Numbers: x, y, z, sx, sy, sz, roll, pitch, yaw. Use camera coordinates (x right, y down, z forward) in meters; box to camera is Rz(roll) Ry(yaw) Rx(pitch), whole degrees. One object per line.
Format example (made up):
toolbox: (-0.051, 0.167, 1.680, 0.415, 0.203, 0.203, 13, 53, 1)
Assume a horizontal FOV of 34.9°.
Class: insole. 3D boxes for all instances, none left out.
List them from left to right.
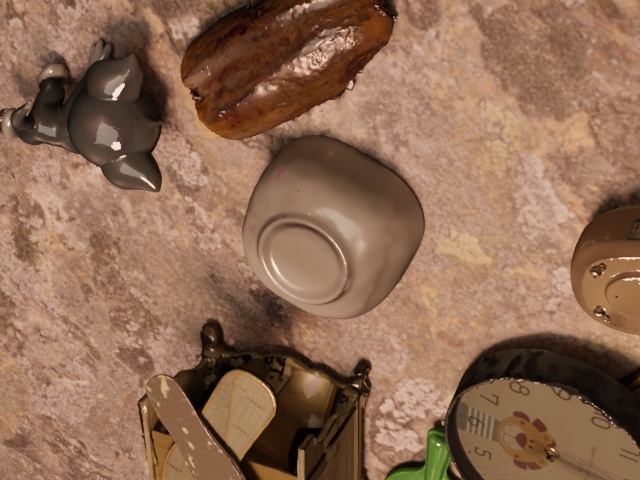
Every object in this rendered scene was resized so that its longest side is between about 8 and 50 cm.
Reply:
insole: (-0.161, 0.287, 1.392, 0.081, 0.011, 0.247, -23, 102, 33)
insole: (-0.147, 0.297, 1.402, 0.119, 0.009, 0.348, 35, 127, 6)

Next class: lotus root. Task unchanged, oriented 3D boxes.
lotus root: (-0.053, -0.221, 1.259, 0.329, 0.078, 0.167, -26, 107, 38)

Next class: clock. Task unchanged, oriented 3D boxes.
clock: (0.311, 0.284, 1.369, 0.313, 0.061, 0.312, 21, 133, 24)

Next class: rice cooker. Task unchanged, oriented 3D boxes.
rice cooker: (0.385, 0.036, 1.154, 0.206, 0.127, 0.145, 8, 124, 34)

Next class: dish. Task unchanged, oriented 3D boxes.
dish: (0.000, 0.000, 1.345, 0.256, 0.117, 0.256, 13, 125, 20)

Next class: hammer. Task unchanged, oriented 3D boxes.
hammer: (0.371, 0.205, 1.336, 0.078, 0.021, 0.201, 42, 130, -1)

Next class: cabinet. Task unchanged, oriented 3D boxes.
cabinet: (-0.092, 0.333, 1.543, 0.290, 0.227, 0.317, 12, 122, 23)

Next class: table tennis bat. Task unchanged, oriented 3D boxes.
table tennis bat: (0.169, 0.379, 1.551, 0.161, 0.039, 0.257, 17, 129, 16)

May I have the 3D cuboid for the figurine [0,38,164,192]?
figurine: (-0.331, -0.179, 1.404, 0.266, 0.140, 0.193, 6, 106, 9)
